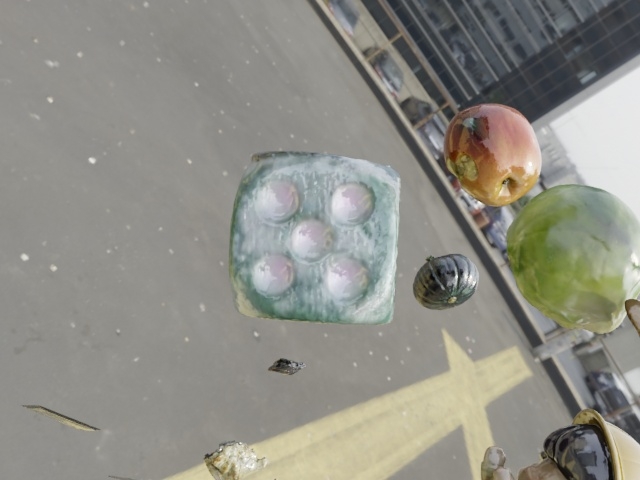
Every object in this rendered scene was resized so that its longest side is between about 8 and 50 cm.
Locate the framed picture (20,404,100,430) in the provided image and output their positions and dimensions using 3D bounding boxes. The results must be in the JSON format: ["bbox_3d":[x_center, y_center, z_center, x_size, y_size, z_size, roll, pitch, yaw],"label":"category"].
[{"bbox_3d":[-0.746,0.510,1.763,0.195,0.199,0.010,34,59,-26],"label":"framed picture"}]

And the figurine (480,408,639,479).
[{"bbox_3d":[0.304,0.336,0.797,0.192,0.257,0.167,-94,159,-80],"label":"figurine"}]

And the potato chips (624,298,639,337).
[{"bbox_3d":[0.671,0.202,1.208,0.208,0.062,0.195,-22,83,-58],"label":"potato chips"}]

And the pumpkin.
[{"bbox_3d":[0.361,0.122,1.773,0.194,0.194,0.150,47,31,-23],"label":"pumpkin"}]

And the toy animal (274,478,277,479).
[{"bbox_3d":[-0.090,0.945,2.159,0.154,0.250,0.166,62,40,-19],"label":"toy animal"}]

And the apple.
[{"bbox_3d":[0.326,-0.159,1.173,0.199,0.199,0.199,45,24,-27],"label":"apple"}]

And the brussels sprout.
[{"bbox_3d":[0.576,0.037,1.402,0.344,0.344,0.268,52,2,-12],"label":"brussels sprout"}]

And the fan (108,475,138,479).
[{"bbox_3d":[-0.366,0.493,1.257,0.085,0.134,0.005,104,-3,-68],"label":"fan"}]

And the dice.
[{"bbox_3d":[0.000,0.000,1.308,0.328,0.331,0.347,37,55,-83],"label":"dice"}]

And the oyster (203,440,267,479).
[{"bbox_3d":[-0.247,0.668,1.839,0.191,0.163,0.081,-7,26,-28],"label":"oyster"}]

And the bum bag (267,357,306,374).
[{"bbox_3d":[-0.074,0.280,1.360,0.124,0.058,0.034,38,44,-66],"label":"bum bag"}]
